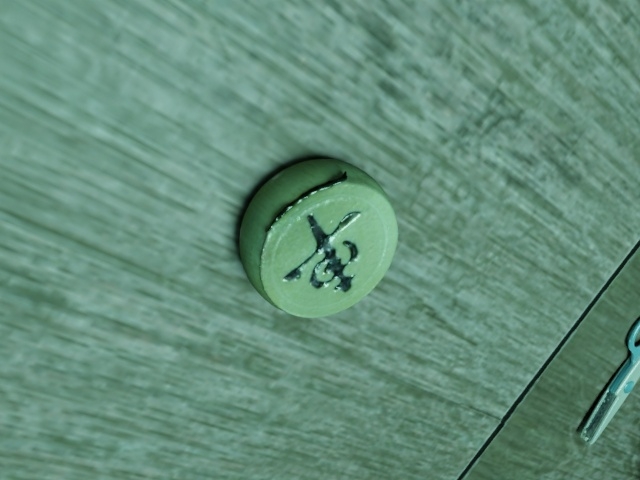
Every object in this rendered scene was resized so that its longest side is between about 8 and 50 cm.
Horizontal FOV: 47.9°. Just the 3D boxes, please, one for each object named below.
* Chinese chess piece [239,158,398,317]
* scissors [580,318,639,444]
[{"bbox_3d":[0.000,0.000,0.370,0.084,0.034,0.084,-13,123,-22],"label":"Chinese chess piece"},{"bbox_3d":[0.244,0.111,0.574,0.058,0.014,0.119,24,100,-35],"label":"scissors"}]
